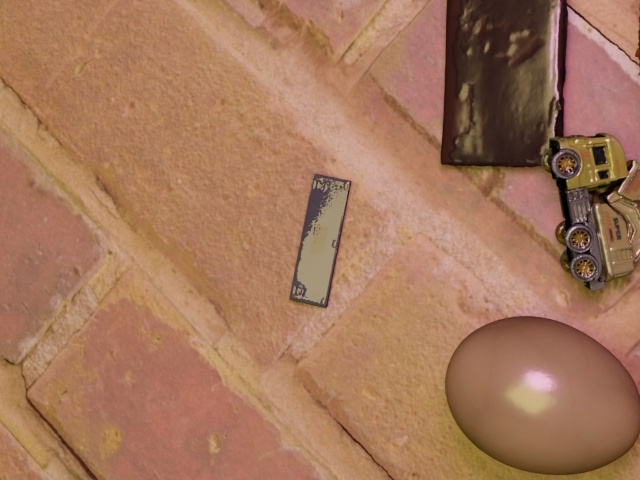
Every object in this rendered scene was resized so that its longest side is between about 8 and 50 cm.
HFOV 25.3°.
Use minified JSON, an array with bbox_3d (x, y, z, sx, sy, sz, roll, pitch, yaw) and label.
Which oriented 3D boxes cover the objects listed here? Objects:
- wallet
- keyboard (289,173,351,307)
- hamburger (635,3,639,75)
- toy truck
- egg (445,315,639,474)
[{"bbox_3d":[0.234,-0.247,1.821,0.165,0.042,0.310,2,91,23],"label":"wallet"},{"bbox_3d":[0.000,0.000,1.935,0.055,0.014,0.176,12,94,22],"label":"keyboard"},{"bbox_3d":[0.469,-0.230,1.601,0.225,0.291,0.291,-1,89,18],"label":"hamburger"},{"bbox_3d":[0.344,-0.040,1.740,0.116,0.085,0.191,-11,95,-1],"label":"toy truck"},{"bbox_3d":[0.269,0.188,1.725,0.241,0.186,0.186,14,95,18],"label":"egg"}]
